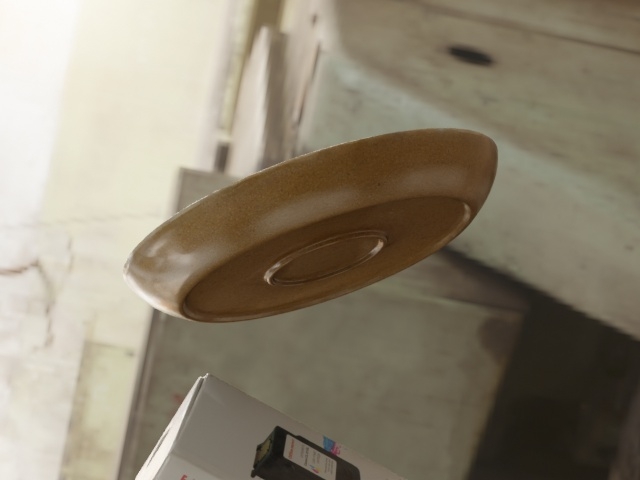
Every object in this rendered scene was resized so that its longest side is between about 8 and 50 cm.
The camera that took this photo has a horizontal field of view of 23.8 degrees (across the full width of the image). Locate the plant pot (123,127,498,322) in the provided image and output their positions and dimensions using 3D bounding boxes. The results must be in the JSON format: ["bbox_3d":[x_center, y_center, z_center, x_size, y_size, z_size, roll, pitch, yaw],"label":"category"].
[{"bbox_3d":[0.000,0.000,0.909,0.236,0.236,0.032,116,137,-68],"label":"plant pot"}]

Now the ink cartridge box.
[{"bbox_3d":[-0.028,0.179,0.923,0.127,0.175,0.072,-58,6,39],"label":"ink cartridge box"}]
